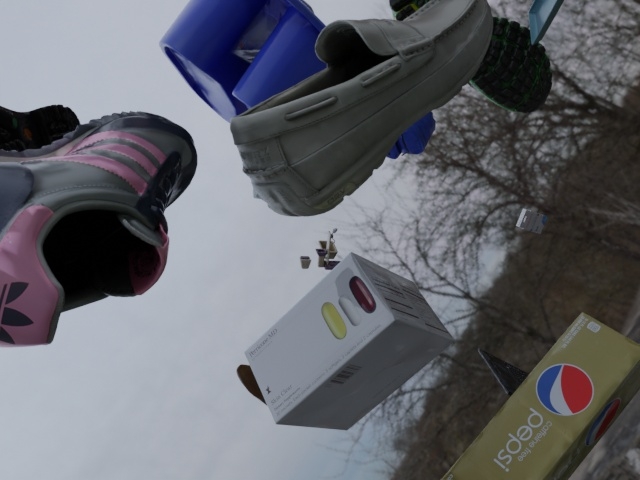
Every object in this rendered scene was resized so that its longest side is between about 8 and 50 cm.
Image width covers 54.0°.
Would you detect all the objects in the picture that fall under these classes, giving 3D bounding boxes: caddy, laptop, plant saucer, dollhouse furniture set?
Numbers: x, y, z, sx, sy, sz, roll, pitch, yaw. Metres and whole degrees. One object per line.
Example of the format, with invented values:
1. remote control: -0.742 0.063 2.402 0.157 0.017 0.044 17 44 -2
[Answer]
1. caddy: -0.064 -0.243 0.870 0.179 0.241 0.341 -52 -6 -3
2. laptop: 0.550 0.315 1.498 0.136 0.265 0.234 -61 9 11
3. plant saucer: 0.364 -0.388 0.981 0.192 0.018 0.067 86 -176 -74
4. dollhouse furniture set: 0.000 0.000 1.268 0.114 0.091 0.081 -111 24 -68

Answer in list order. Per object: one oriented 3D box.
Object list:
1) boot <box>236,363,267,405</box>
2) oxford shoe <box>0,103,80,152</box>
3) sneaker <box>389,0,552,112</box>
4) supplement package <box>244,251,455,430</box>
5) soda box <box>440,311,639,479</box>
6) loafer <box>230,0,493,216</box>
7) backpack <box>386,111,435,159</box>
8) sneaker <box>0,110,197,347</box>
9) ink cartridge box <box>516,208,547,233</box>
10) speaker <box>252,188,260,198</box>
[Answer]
1. boot: -0.107 0.261 1.107 0.042 0.118 0.087 -49 5 -20
2. oxford shoe: -0.424 -0.131 0.814 0.227 0.096 0.082 -20 -79 -67
3. sneaker: 0.282 -0.363 1.171 0.134 0.344 0.146 -50 -4 7
4. supplement package: 0.047 0.177 1.048 0.262 0.145 0.204 -45 -38 16
5. soda box: 0.176 0.148 0.491 0.181 0.058 0.061 -47 -41 -10
6. loafer: 0.050 -0.152 0.562 0.319 0.112 0.111 -48 -58 -28
7. backpack: 0.129 -0.190 1.069 0.101 0.120 0.098 -65 -29 -11
8. sneaker: -0.148 -0.012 0.443 0.112 0.131 0.319 -68 -10 24
9. ink cartridge box: 0.522 -0.050 1.567 0.083 0.028 0.048 14 -80 -34
10. speaker: -0.048 -0.091 1.093 0.136 0.055 0.055 8 -53 -17
